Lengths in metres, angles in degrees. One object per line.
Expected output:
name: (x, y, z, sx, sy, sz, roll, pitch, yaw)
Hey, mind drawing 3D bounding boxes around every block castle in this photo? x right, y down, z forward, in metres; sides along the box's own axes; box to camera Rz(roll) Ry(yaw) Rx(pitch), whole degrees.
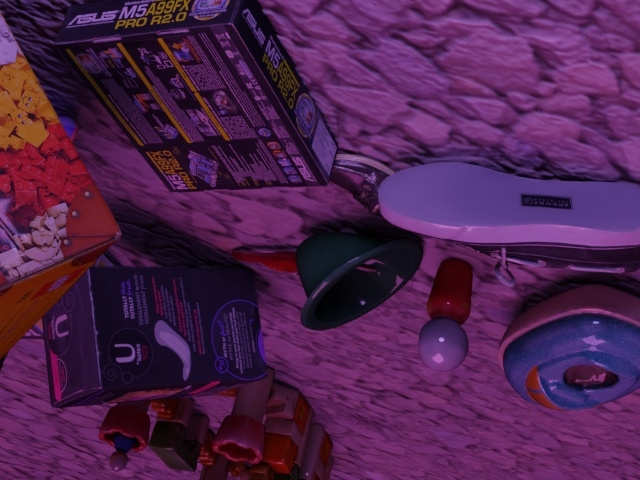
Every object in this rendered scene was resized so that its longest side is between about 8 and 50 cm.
block castle: (-0.166, 0.400, 2.037, 0.303, 0.213, 0.453, 2, 147, 20)

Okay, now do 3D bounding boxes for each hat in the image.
hat: (0.000, 0.000, 1.497, 0.208, 0.184, 0.173, -30, 154, -7)

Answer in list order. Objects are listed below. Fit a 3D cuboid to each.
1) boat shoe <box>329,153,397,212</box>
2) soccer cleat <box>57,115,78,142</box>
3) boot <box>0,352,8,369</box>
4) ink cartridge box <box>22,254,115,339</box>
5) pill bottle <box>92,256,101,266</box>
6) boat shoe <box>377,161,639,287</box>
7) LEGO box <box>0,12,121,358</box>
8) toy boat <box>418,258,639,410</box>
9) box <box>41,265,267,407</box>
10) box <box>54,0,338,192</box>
boat shoe: (0.070, -0.057, 1.347, 0.152, 0.049, 0.056, 19, 150, -7)
soccer cleat: (-0.398, -0.114, 1.427, 0.248, 0.083, 0.095, -13, 135, 42)
boot: (-0.574, 0.147, 1.539, 0.138, 0.284, 0.377, -23, 132, 16)
ink cartridge box: (-0.412, 0.101, 1.793, 0.303, 0.072, 0.307, -2, 144, 26)
pill bottle: (-0.379, 0.000, 1.513, 0.108, 0.108, 0.193, 3, 170, 18)
boat shoe: (0.217, -0.014, 1.296, 0.306, 0.113, 0.105, 2, 134, 3)
LEGO box: (-0.470, -0.042, 1.278, 0.500, 0.193, 0.373, -35, 83, 52)
toy boat: (0.276, 0.141, 1.489, 0.318, 0.148, 0.267, 20, 149, -11)
box: (-0.227, 0.130, 1.570, 0.270, 0.165, 0.143, 3, 162, -41)
box: (-0.128, -0.156, 1.258, 0.216, 0.060, 0.270, -1, 146, 26)
